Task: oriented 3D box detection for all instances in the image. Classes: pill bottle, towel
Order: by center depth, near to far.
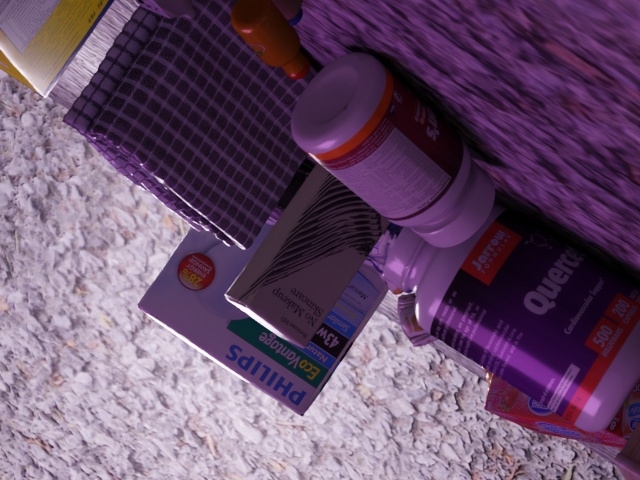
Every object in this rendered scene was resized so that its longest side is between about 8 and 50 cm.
[{"bbox_3d":[0.082,-0.090,1.333,0.221,0.121,0.121,37,172,-35],"label":"pill bottle"},{"bbox_3d":[-0.117,-0.145,1.429,0.121,0.235,0.284,18,165,45],"label":"towel"},{"bbox_3d":[0.242,0.076,1.509,0.323,0.181,0.181,32,173,14],"label":"pill bottle"}]

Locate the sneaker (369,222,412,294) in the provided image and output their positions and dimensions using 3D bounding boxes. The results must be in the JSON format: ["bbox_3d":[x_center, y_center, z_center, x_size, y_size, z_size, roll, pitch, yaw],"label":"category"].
[{"bbox_3d":[0.122,0.003,1.897,0.131,0.112,0.296,51,164,0],"label":"sneaker"}]

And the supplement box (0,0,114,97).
[{"bbox_3d":[-0.385,-0.337,1.482,0.195,0.194,0.356,33,173,4],"label":"supplement box"}]

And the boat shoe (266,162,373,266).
[{"bbox_3d":[0.003,-0.060,2.067,0.335,0.121,0.119,24,168,-16],"label":"boat shoe"}]

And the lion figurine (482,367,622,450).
[{"bbox_3d":[0.456,0.270,2.106,0.240,0.142,0.392,33,169,-33],"label":"lion figurine"}]

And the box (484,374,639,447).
[{"bbox_3d":[0.392,0.238,1.933,0.128,0.122,0.257,27,165,-33],"label":"box"}]

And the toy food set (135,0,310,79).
[{"bbox_3d":[-0.098,-0.239,1.159,0.232,0.111,0.104,26,170,31],"label":"toy food set"}]

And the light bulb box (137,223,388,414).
[{"bbox_3d":[-0.079,0.078,2.288,0.358,0.361,0.225,33,174,6],"label":"light bulb box"}]

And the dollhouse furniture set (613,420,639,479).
[{"bbox_3d":[0.501,0.236,1.353,0.303,0.198,0.286,30,173,26],"label":"dollhouse furniture set"}]

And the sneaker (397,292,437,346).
[{"bbox_3d":[0.210,0.114,1.896,0.292,0.169,0.108,161,92,-76],"label":"sneaker"}]

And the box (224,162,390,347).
[{"bbox_3d":[0.000,0.000,1.707,0.113,0.275,0.094,37,171,-25],"label":"box"}]
